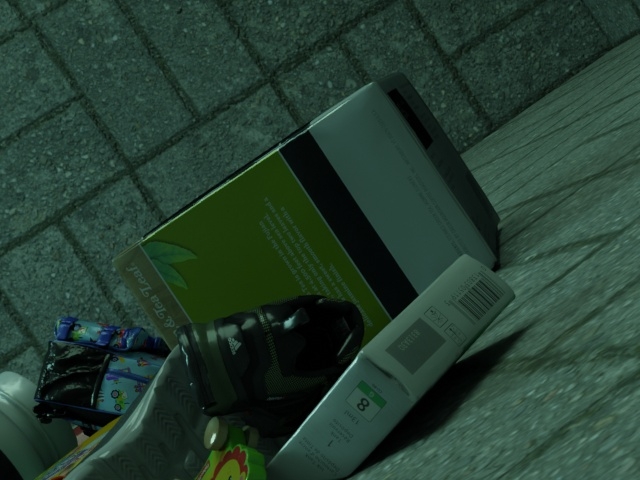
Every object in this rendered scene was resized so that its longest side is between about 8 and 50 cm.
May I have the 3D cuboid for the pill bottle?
[{"bbox_3d":[-0.415,0.286,1.675,0.323,0.181,0.181,-44,7,-31],"label":"pill bottle"}]

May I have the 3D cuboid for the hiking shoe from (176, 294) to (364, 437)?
[{"bbox_3d":[-0.012,0.089,1.144,0.114,0.086,0.227,-19,-12,16],"label":"hiking shoe"}]

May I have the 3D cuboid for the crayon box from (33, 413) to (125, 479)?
[{"bbox_3d":[-0.216,0.241,1.441,0.165,0.081,0.278,-32,3,43],"label":"crayon box"}]

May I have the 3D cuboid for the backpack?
[{"bbox_3d":[-0.193,0.154,1.662,0.173,0.117,0.158,7,-12,18],"label":"backpack"}]

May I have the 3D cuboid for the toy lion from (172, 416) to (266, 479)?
[{"bbox_3d":[-0.067,0.174,1.061,0.100,0.034,0.096,-57,26,26],"label":"toy lion"}]

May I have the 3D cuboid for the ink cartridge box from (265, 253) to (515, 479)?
[{"bbox_3d":[0.027,0.125,1.110,0.224,0.056,0.181,-55,-10,33],"label":"ink cartridge box"}]

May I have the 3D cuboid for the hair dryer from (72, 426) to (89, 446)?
[{"bbox_3d":[-0.278,0.266,1.805,0.293,0.080,0.223,-33,3,35],"label":"hair dryer"}]

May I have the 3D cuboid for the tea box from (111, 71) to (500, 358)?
[{"bbox_3d":[0.000,0.000,1.667,0.323,0.220,0.329,-33,2,11],"label":"tea box"}]

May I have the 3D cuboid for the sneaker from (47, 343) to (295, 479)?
[{"bbox_3d":[-0.147,0.178,1.227,0.180,0.124,0.321,-30,5,47],"label":"sneaker"}]
